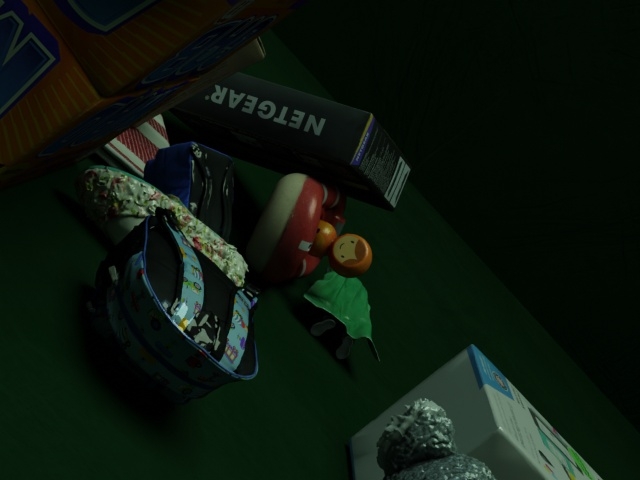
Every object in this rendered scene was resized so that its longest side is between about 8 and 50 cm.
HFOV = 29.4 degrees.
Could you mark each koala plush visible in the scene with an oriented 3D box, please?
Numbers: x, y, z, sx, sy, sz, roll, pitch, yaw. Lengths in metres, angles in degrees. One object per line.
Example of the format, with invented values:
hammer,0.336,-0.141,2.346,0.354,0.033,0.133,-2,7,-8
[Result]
koala plush,0.066,0.261,1.017,0.196,0.221,0.203,55,14,23

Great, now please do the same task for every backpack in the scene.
backpack,-0.154,-0.041,1.425,0.098,0.101,0.120,16,68,-53
backpack,-0.132,0.077,1.112,0.158,0.117,0.173,44,13,-24

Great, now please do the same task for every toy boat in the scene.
toy boat,0.000,0.000,1.650,0.151,0.151,0.231,27,9,14

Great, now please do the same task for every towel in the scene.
towel,-0.277,-0.181,1.561,0.237,0.037,0.329,43,16,-36

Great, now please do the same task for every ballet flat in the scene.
ballet flat,-0.165,0.005,1.309,0.241,0.091,0.077,35,42,-37

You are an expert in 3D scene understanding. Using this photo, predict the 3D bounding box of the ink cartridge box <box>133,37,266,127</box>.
ink cartridge box,-0.211,-0.290,1.545,0.235,0.193,0.088,58,-3,25

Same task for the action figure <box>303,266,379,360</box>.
action figure,0.030,0.090,1.746,0.137,0.063,0.232,45,17,-10

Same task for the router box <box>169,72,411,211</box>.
router box,-0.045,-0.152,1.754,0.309,0.081,0.243,20,-7,20

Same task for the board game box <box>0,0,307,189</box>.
board game box,-0.250,-0.294,1.150,0.356,0.356,0.356,56,13,-4

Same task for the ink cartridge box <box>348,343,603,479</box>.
ink cartridge box,0.196,0.304,1.381,0.270,0.197,0.198,46,14,-18
